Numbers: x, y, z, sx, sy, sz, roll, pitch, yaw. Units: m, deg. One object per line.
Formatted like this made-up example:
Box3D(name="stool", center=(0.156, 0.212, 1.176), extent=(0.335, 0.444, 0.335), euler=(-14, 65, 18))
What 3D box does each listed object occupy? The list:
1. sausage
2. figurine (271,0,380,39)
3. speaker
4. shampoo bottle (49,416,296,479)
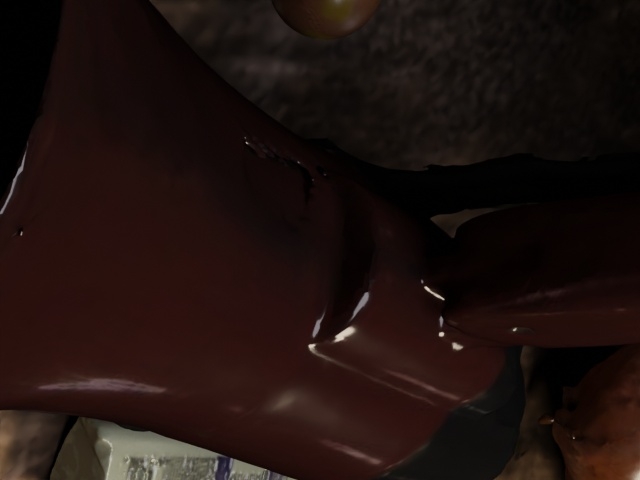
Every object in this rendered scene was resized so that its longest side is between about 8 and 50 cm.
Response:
Box3D(name="sausage", center=(0.172, 0.170, 0.880), extent=(0.087, 0.079, 0.326), euler=(-75, 151, -48))
Box3D(name="figurine", center=(0.070, -0.154, 0.583), extent=(0.274, 0.133, 0.194), euler=(-19, 164, -28))
Box3D(name="speaker", center=(-0.013, -0.020, 0.535), extent=(0.259, 0.198, 0.329), euler=(-38, 145, 27))
Box3D(name="shampoo bottle", center=(-0.036, 0.087, 0.700), extent=(0.141, 0.034, 0.049), euler=(4, 104, -41))
